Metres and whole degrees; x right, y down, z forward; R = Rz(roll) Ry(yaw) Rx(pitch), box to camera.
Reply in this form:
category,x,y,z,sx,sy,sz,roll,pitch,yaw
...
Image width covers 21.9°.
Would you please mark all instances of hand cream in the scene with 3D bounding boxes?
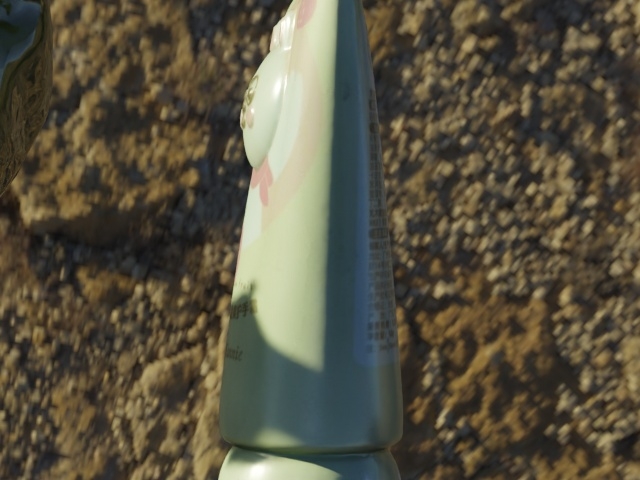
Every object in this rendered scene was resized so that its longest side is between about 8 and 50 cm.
category,x,y,z,sx,sy,sz,roll,pitch,yaw
hand cream,0.000,0.000,0.822,0.093,0.147,0.306,3,89,-7

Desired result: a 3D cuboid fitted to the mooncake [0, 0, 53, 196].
category,x,y,z,sx,sy,sz,roll,pitch,yaw
mooncake,-0.349,-0.143,1.097,0.351,0.187,0.351,4,67,-10
